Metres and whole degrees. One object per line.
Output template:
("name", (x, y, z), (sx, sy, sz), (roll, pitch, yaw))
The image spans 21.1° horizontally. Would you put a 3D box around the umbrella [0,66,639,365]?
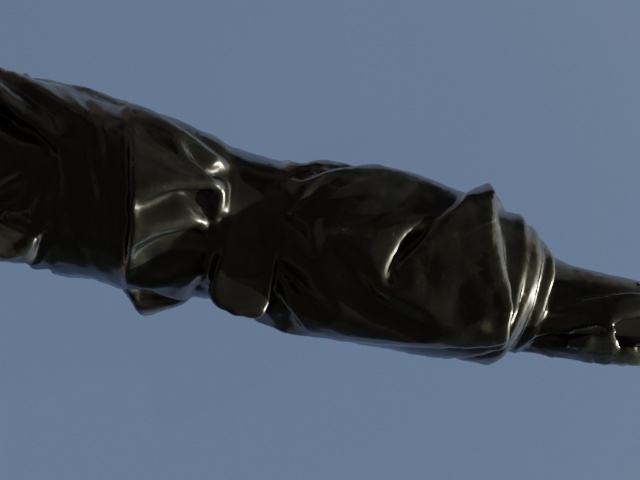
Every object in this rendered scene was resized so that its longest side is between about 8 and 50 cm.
("umbrella", (0.000, 0.000, 0.538), (0.236, 0.059, 0.066), (12, -103, -13))
